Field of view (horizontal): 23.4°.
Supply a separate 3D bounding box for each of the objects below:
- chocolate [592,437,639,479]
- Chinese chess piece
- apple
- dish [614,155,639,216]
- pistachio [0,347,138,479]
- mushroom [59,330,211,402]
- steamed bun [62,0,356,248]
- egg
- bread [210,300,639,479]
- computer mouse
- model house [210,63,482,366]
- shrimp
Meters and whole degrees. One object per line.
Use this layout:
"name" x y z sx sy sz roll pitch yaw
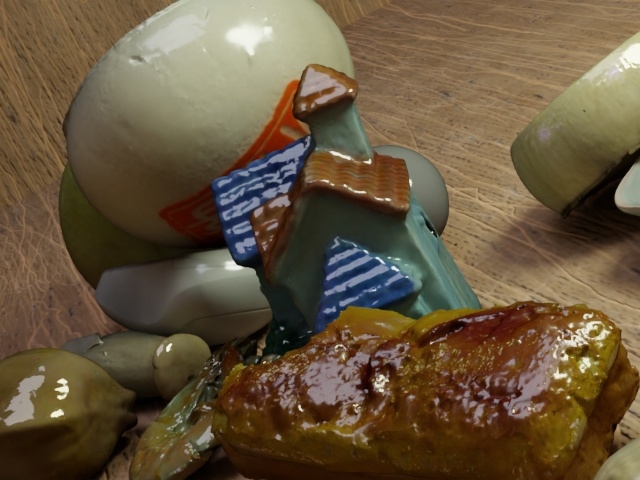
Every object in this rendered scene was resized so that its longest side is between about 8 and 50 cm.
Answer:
"chocolate" 0.316 0.152 1.008 0.309 0.134 0.134 -26 17 8
"Chinese chess piece" 0.331 -0.136 1.714 0.257 0.104 0.257 -38 -8 -6
"apple" -0.205 -0.057 2.153 0.233 0.258 0.295 -7 26 47
"dish" 0.416 -0.053 1.547 0.229 0.081 0.229 -22 21 9
"pistachio" -0.344 0.207 1.751 0.260 0.163 0.213 -15 -13 39
"mushroom" -0.232 0.155 1.856 0.247 0.096 0.108 -8 0 39
"steamed bun" -0.114 -0.129 1.860 0.374 0.241 0.374 -29 -19 -11
"egg" 0.079 -0.043 1.888 0.146 0.146 0.198 -30 7 -12
"bread" 0.078 0.128 1.327 0.380 0.109 0.185 -2 49 38
"computer mouse" -0.152 0.074 1.920 0.184 0.121 0.297 -10 -2 -40
"model house" 0.000 0.000 1.576 0.252 0.329 0.295 -20 16 8
"shrimp" -0.118 0.175 1.636 0.145 0.061 0.267 -37 8 33
